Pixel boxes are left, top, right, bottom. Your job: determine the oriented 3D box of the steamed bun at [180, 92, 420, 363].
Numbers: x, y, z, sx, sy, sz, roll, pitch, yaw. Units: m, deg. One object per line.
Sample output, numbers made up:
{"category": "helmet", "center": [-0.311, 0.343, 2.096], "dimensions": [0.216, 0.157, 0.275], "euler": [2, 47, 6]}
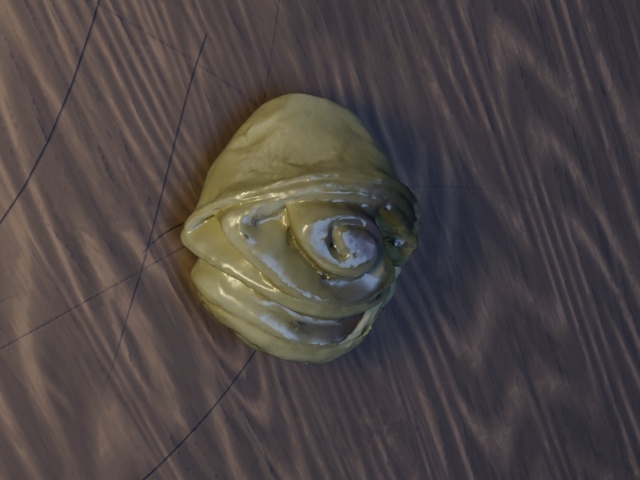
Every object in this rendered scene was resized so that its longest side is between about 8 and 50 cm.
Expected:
{"category": "steamed bun", "center": [0.000, 0.000, 2.282], "dimensions": [0.339, 0.247, 0.352], "euler": [46, 68, -41]}
